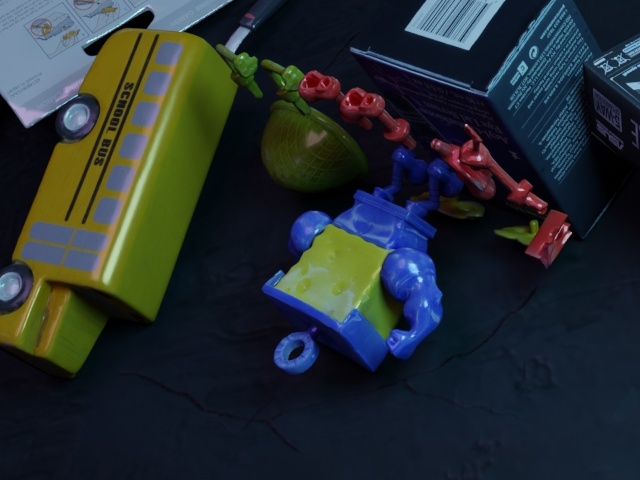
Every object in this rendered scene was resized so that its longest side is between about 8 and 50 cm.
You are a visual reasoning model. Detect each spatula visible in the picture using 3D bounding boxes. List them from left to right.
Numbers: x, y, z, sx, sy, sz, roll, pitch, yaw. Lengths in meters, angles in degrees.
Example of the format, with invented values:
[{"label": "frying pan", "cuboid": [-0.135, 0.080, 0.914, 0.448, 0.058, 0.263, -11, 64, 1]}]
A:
[{"label": "spatula", "cuboid": [-0.088, -0.200, 1.482, 0.084, 0.030, 0.296, 28, 75, 43]}]

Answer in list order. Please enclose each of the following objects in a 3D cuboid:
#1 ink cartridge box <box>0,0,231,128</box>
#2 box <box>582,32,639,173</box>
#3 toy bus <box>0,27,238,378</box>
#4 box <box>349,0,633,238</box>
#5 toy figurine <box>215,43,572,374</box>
[{"label": "ink cartridge box", "cuboid": [-0.270, -0.278, 1.590, 0.296, 0.066, 0.261, -34, 70, -13]}, {"label": "box", "cuboid": [0.383, -0.112, 1.005, 0.307, 0.076, 0.242, -29, 45, -11]}, {"label": "toy bus", "cuboid": [-0.197, -0.034, 1.355, 0.130, 0.108, 0.332, 9, 71, 28]}, {"label": "box", "cuboid": [0.148, -0.115, 1.133, 0.153, 0.207, 0.108, 25, 74, 44]}, {"label": "toy figurine", "cuboid": [0.000, 0.000, 1.171, 0.362, 0.191, 0.217, 25, 79, 44]}]
